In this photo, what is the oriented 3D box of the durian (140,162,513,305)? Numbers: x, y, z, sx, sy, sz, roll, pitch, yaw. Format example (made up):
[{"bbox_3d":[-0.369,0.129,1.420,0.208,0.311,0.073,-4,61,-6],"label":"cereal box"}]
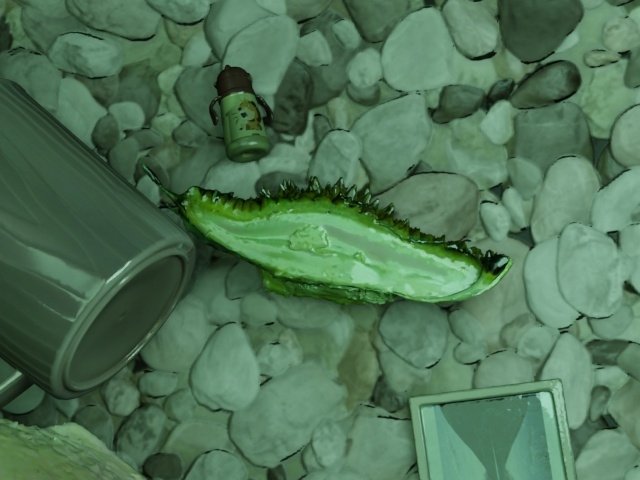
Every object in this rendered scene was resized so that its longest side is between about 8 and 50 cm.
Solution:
[{"bbox_3d":[-0.001,-0.004,1.045,0.375,0.106,0.132,12,85,13],"label":"durian"}]

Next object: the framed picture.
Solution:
[{"bbox_3d":[0.169,0.240,1.014,0.150,0.015,0.203,-8,79,10],"label":"framed picture"}]

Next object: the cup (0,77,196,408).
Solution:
[{"bbox_3d":[-0.304,0.016,1.035,0.273,0.208,0.288,37,52,14],"label":"cup"}]

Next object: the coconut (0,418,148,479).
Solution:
[{"bbox_3d":[-0.249,0.370,0.892,0.405,0.404,0.404,-2,80,11],"label":"coconut"}]

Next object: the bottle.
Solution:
[{"bbox_3d":[-0.085,-0.135,1.116,0.047,0.063,0.101,-24,71,36],"label":"bottle"}]
